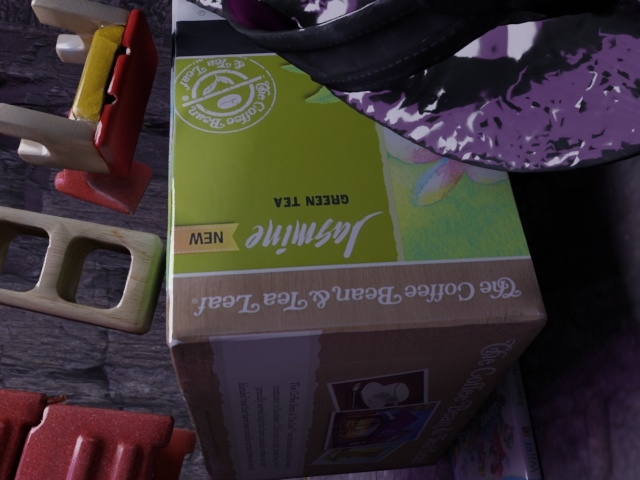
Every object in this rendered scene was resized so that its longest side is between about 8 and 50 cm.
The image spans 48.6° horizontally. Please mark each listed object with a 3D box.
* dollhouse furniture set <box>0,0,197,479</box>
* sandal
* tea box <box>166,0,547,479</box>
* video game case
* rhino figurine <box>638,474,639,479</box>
[{"bbox_3d":[-0.153,0.049,0.507,0.201,0.152,0.373,109,172,-74],"label":"dollhouse furniture set"},{"bbox_3d":[-0.003,-0.154,0.377,0.446,0.107,0.167,29,120,30],"label":"sandal"},{"bbox_3d":[0.000,0.000,0.592,0.329,0.220,0.323,96,169,-58],"label":"tea box"},{"bbox_3d":[0.134,0.135,0.594,0.119,0.015,0.166,120,151,-56],"label":"video game case"},{"bbox_3d":[0.155,0.188,0.351,0.106,0.073,0.243,25,-91,-81],"label":"rhino figurine"}]
